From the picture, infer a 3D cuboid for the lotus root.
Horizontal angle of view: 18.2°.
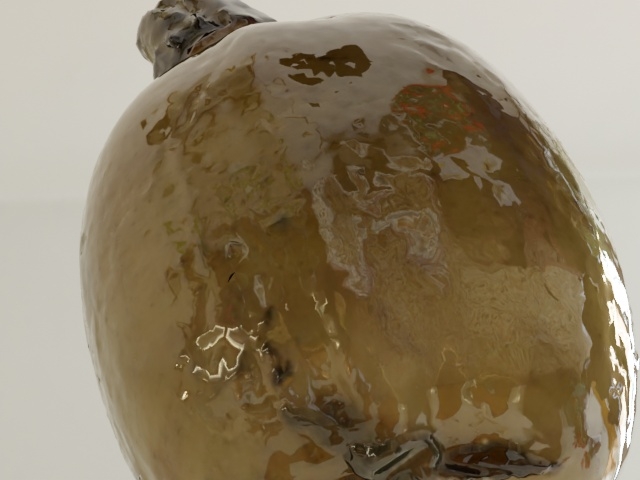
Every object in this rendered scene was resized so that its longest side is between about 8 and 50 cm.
[{"bbox_3d":[0.000,0.000,0.718,0.183,0.183,0.310,16,-150,-29],"label":"lotus root"}]
